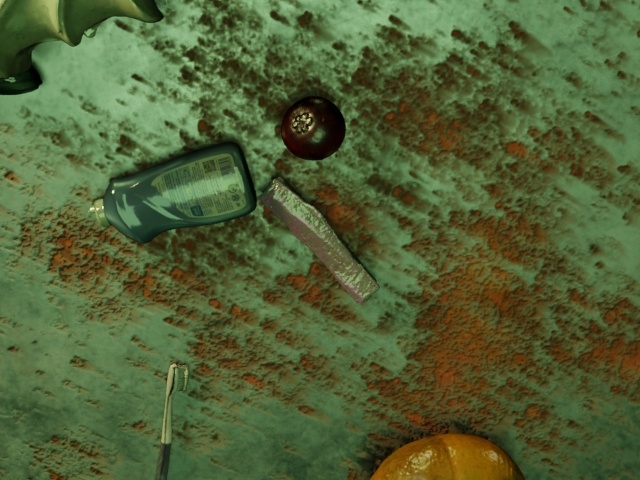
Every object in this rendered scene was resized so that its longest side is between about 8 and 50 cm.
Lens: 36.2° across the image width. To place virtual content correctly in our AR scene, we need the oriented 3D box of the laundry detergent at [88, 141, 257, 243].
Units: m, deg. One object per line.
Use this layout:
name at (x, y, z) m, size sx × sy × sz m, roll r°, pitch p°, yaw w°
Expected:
laundry detergent at (-0.188, -0.054, 1.220) m, size 0.206 × 0.061 × 0.097 m, roll -15°, pitch 113°, yaw 2°

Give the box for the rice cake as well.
rice cake at (0.000, 0.000, 1.266) m, size 0.047 × 0.036 × 0.207 m, roll -41°, pitch 108°, yaw 1°

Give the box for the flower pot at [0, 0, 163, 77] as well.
flower pot at (-0.325, -0.317, 1.058) m, size 0.367 × 0.164 × 0.254 m, roll -21°, pitch 105°, yaw 3°

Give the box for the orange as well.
orange at (0.174, 0.381, 1.347) m, size 0.240 × 0.171 × 0.240 m, roll -1°, pitch 109°, yaw -4°

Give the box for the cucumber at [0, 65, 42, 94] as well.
cucumber at (-0.385, -0.196, 1.160) m, size 0.105 × 0.048 × 0.048 m, roll 4°, pitch 110°, yaw -5°

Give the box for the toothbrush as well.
toothbrush at (-0.218, 0.300, 1.371) m, size 0.026 × 0.024 × 0.288 m, roll 4°, pitch 110°, yaw -20°

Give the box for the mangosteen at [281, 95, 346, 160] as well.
mangosteen at (-0.007, -0.137, 1.197) m, size 0.081 × 0.081 × 0.081 m, roll -1°, pitch 110°, yaw -3°
